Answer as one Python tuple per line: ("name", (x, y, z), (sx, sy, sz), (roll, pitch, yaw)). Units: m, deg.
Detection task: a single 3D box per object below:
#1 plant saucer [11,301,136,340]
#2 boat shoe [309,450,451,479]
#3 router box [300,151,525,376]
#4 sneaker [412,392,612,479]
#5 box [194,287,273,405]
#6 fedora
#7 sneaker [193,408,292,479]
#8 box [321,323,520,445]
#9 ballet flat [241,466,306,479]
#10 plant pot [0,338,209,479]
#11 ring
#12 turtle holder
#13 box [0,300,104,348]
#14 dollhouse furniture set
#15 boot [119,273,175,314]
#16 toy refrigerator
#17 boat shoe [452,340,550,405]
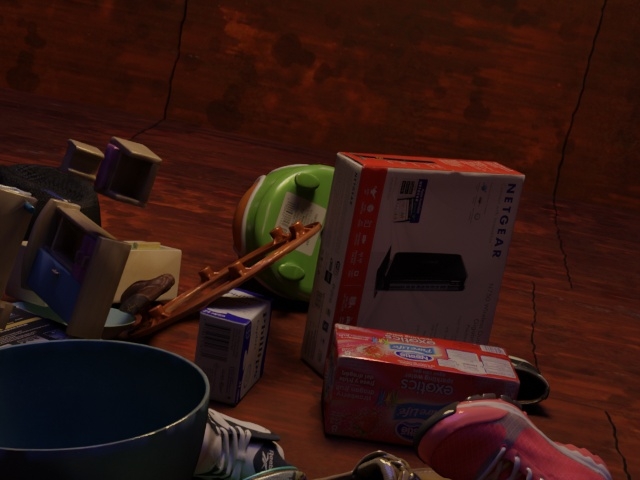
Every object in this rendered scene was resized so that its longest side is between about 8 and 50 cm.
("plant saucer", (-0.369, 0.123, 1.914), (0.194, 0.038, 0.195), (7, 6, -1))
("boat shoe", (0.078, 0.301, 1.516), (0.302, 0.098, 0.109), (-5, 22, -42))
("router box", (0.142, 0.038, 2.018), (0.301, 0.336, 0.082), (1, 18, -29))
("sneaker", (0.253, 0.285, 1.550), (0.313, 0.116, 0.136), (26, 22, -27))
("box", (-0.125, 0.148, 1.856), (0.072, 0.126, 0.137), (12, 17, 11))
("fedora", (-0.480, -0.043, 2.237), (0.334, 0.153, 0.334), (10, 16, -3))
("sneaker", (-0.103, 0.247, 1.521), (0.153, 0.094, 0.235), (15, -17, -4))
("box", (0.135, 0.209, 1.818), (0.256, 0.123, 0.128), (9, 16, -5))
("ballet flat", (-0.104, 0.310, 1.446), (0.221, 0.077, 0.079), (-5, 40, -30))
("plant pot", (-0.257, 0.240, 1.315), (0.290, 0.196, 0.290), (1, 15, 0))
("ring", (-0.149, 0.051, 1.966), (0.336, 0.032, 0.336), (-29, 6, 3))
("turtle holder", (-0.007, -0.018, 2.298), (0.320, 0.243, 0.227), (-12, 8, -32))
("box", (-0.435, 0.184, 1.603), (0.318, 0.097, 0.395), (19, 17, 22))
("dollhouse furniture set", (-0.418, -0.035, 1.692), (0.303, 0.286, 0.198), (15, 8, -36))
("boot", (-0.282, 0.092, 1.966), (0.106, 0.037, 0.114), (-29, 9, 24))
("toy refrigerator", (-0.353, 0.045, 2.052), (0.102, 0.094, 0.269), (11, 7, 40))
("boat shoe", (0.232, 0.205, 1.960), (0.233, 0.084, 0.079), (9, 16, -16))
